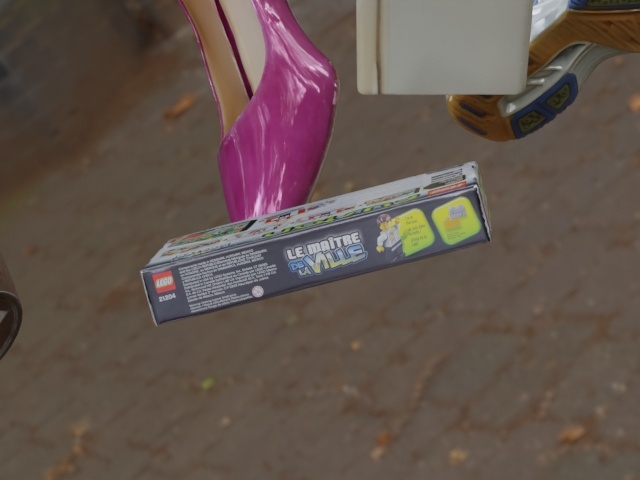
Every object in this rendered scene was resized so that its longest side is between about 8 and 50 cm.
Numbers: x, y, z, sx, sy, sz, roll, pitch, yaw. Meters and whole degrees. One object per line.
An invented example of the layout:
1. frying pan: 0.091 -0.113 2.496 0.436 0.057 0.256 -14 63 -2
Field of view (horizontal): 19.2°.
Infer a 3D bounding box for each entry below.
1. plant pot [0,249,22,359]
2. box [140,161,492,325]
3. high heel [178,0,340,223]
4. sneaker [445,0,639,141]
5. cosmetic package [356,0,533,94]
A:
1. plant pot: -0.347 0.011 1.496 0.215 0.230 0.215 -36 -29 -23
2. box: 0.000 0.000 1.154 0.207 0.036 0.114 -14 8 7
3. high heel: -0.087 -0.150 1.391 0.127 0.181 0.377 125 154 -44
4. sneaker: 0.212 -0.201 1.467 0.296 0.112 0.131 -29 41 28
5. cosmetic package: 0.076 -0.250 1.130 0.113 0.309 0.160 -1 46 2
